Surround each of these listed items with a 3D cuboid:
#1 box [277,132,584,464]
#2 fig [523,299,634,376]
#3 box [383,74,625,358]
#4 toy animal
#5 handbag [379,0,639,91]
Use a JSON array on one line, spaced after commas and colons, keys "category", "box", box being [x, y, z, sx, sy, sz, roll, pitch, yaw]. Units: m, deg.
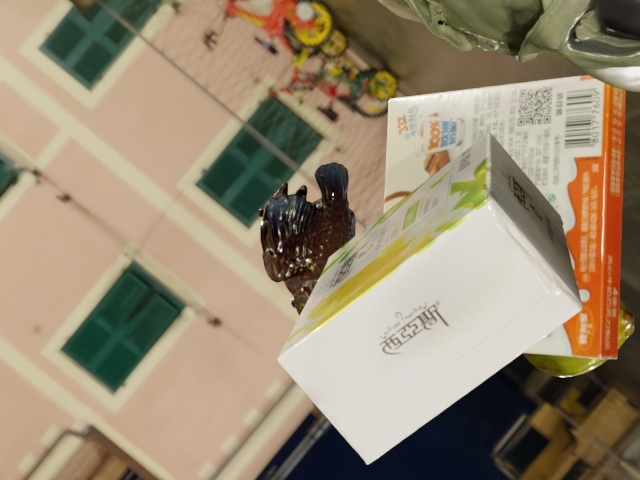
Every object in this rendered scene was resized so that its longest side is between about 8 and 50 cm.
[{"category": "box", "box": [0.090, 0.032, 0.830, 0.111, 0.194, 0.260, 49, -164, -8]}, {"category": "fig", "box": [0.308, 0.100, 1.318, 0.120, 0.153, 0.136, -163, 61, -66]}, {"category": "box", "box": [0.177, -0.022, 1.072, 0.265, 0.273, 0.048, 1, 176, 41]}, {"category": "toy animal", "box": [0.001, 0.009, 1.272, 0.218, 0.116, 0.180, 12, -123, -67]}, {"category": "handbag", "box": [0.138, -0.173, 0.718, 0.315, 0.109, 0.253, 21, -167, 17]}]
